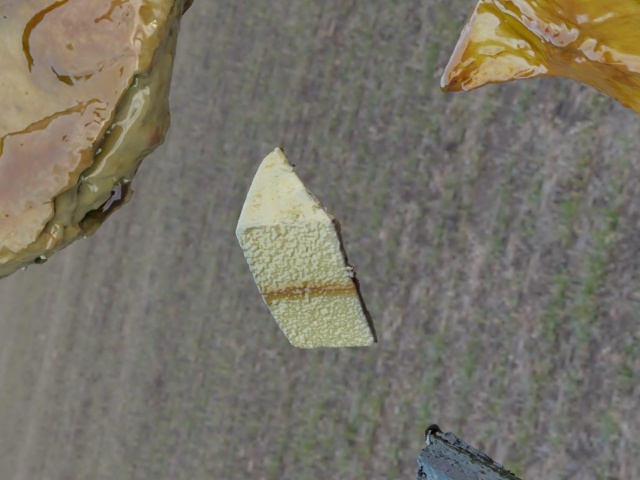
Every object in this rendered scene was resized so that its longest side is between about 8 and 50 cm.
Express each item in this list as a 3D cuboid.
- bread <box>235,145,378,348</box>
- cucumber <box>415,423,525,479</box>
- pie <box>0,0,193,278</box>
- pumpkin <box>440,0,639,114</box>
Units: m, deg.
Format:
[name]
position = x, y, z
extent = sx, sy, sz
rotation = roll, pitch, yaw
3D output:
[bread]
position = 0.000, 0.000, 1.466
extent = 0.178, 0.135, 0.240
rotation = -76, -26, -43
[cucumber]
position = 0.192, 0.274, 1.255
extent = 0.245, 0.067, 0.067
rotation = 24, 102, 47
[pie]
position = -0.200, -0.141, 0.627
extent = 0.083, 0.339, 0.339
rotation = 6, -80, -64
[pumpkin]
position = 0.190, -0.163, 0.873
extent = 0.290, 0.258, 0.095
rotation = 29, 78, 33
